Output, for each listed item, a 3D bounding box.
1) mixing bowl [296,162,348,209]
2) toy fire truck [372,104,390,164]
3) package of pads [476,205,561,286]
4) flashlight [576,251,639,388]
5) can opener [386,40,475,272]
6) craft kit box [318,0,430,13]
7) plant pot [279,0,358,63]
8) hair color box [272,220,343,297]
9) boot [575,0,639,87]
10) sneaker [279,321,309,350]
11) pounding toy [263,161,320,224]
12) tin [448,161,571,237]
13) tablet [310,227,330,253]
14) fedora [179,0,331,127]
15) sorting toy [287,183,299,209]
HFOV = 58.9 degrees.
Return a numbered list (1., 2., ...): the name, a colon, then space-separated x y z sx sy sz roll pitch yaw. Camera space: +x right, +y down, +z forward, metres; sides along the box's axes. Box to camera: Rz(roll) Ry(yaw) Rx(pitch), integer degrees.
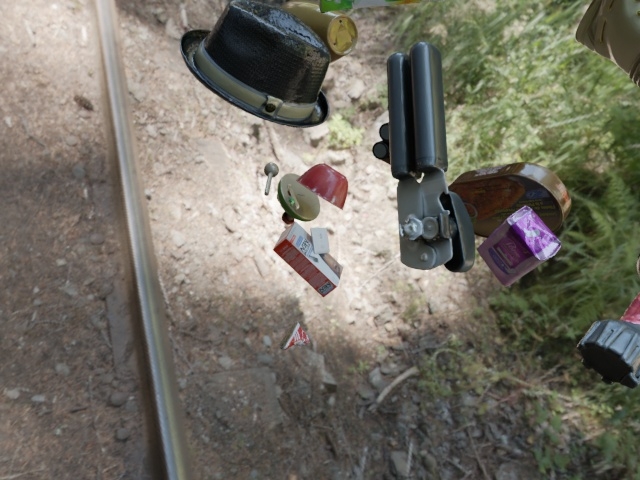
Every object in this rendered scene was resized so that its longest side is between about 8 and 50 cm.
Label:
1. mixing bowl: 0.022 -0.186 1.826 0.181 0.098 0.181 32 5 -3
2. toy fire truck: 0.294 -0.291 1.671 0.246 0.217 0.158 33 33 21
3. package of pads: 0.184 0.008 0.536 0.032 0.083 0.050 -33 76 -18
4. flashlight: 0.521 0.101 0.919 0.304 0.103 0.103 -36 102 -28
5. can opener: 0.128 -0.098 0.694 0.093 0.074 0.280 1 81 -45
6. craft kit box: 0.111 -0.497 0.879 0.247 0.249 0.061 -7 34 -4
7. plant pot: 0.000 -0.657 1.818 0.237 0.254 0.237 -11 111 -32
8. hair color box: -0.026 0.043 1.336 0.167 0.053 0.093 45 28 -13
9. boot: 0.628 -0.446 1.090 0.095 0.262 0.203 -17 56 -23
10. sneaker: -0.070 0.287 1.599 0.067 0.042 0.118 53 31 -11
11. pounding toy: -0.121 -0.140 1.952 0.237 0.110 0.183 32 42 -29
12. tin: 0.255 -0.053 0.788 0.040 0.190 0.106 -42 110 -26
13. tablet: 0.000 0.000 1.169 0.083 0.006 0.054 -2 83 -68
14. fedora: -0.102 -0.373 1.134 0.334 0.152 0.334 24 35 -18
15. sorting toy: -0.068 -0.102 1.330 0.083 0.012 0.062 -56 127 -84
